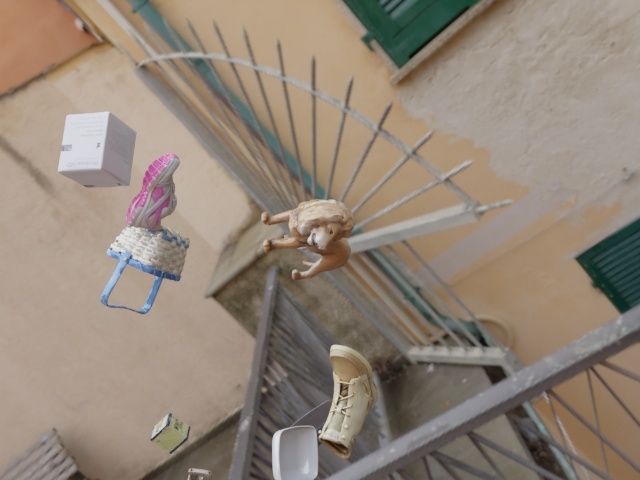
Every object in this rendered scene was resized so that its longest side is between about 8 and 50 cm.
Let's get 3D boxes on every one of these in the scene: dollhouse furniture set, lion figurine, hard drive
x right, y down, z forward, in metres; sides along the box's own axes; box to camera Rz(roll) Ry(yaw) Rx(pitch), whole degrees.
[{"bbox_3d":[-0.406,0.718,1.757,0.129,0.184,0.128,-82,-1,-56],"label":"dollhouse furniture set"},{"bbox_3d":[0.000,0.000,1.622,0.240,0.142,0.392,-7,-16,14],"label":"lion figurine"},{"bbox_3d":[-0.012,0.643,2.202,0.255,0.054,0.172,-30,10,-32],"label":"hard drive"}]

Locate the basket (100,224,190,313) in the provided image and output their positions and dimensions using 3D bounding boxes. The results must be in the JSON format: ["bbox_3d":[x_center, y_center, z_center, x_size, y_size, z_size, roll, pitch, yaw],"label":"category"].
[{"bbox_3d":[-0.546,0.085,1.971,0.255,0.201,0.288,47,-117,-73],"label":"basket"}]

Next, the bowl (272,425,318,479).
[{"bbox_3d":[-0.072,0.547,1.620,0.053,0.142,0.141,-13,73,39],"label":"bowl"}]

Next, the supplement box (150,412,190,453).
[{"bbox_3d":[-0.457,0.588,1.933,0.083,0.083,0.056,-43,19,14],"label":"supplement box"}]

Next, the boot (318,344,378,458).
[{"bbox_3d":[0.056,0.408,1.603,0.095,0.261,0.203,7,47,29],"label":"boot"}]

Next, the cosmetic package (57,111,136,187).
[{"bbox_3d":[-0.665,-0.267,1.900,0.152,0.183,0.151,-2,-15,16],"label":"cosmetic package"}]

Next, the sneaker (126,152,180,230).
[{"bbox_3d":[-0.463,-0.135,1.838,0.252,0.111,0.103,-57,33,16],"label":"sneaker"}]
